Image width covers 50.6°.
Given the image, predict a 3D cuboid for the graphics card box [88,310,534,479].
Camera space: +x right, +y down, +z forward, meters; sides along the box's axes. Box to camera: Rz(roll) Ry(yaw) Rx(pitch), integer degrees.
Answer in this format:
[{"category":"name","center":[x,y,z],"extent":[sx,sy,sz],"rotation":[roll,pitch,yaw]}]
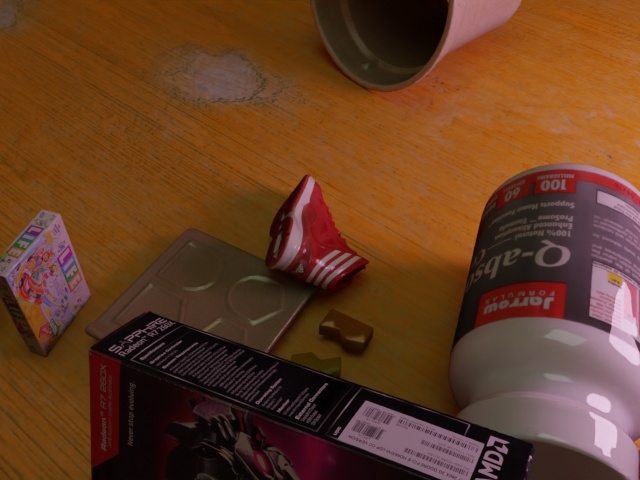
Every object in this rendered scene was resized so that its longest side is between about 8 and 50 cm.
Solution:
[{"category":"graphics card box","center":[-0.030,0.225,0.579],"extent":[0.370,0.233,0.094],"rotation":[15,22,20]}]

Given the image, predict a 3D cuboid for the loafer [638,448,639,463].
[{"category":"loafer","center":[0.384,0.269,0.707],"extent":[0.045,0.039,0.125],"rotation":[-38,53,11]}]

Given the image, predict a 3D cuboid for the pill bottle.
[{"category":"pill bottle","center":[0.257,0.101,0.743],"extent":[0.210,0.210,0.363],"rotation":[13,48,11]}]

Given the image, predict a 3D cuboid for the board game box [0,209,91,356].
[{"category":"board game box","center":[-0.333,0.053,0.816],"extent":[0.026,0.154,0.103],"rotation":[14,49,13]}]

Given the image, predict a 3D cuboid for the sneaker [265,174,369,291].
[{"category":"sneaker","center":[0.000,0.000,0.943],"extent":[0.128,0.087,0.221],"rotation":[33,33,-12]}]

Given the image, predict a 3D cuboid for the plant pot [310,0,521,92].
[{"category":"plant pot","center":[0.201,-0.469,1.228],"extent":[0.305,0.334,0.334],"rotation":[-25,52,-36]}]

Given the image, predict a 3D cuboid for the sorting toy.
[{"category":"sorting toy","center":[-0.104,0.108,0.853],"extent":[0.307,0.041,0.229],"rotation":[23,47,19]}]
